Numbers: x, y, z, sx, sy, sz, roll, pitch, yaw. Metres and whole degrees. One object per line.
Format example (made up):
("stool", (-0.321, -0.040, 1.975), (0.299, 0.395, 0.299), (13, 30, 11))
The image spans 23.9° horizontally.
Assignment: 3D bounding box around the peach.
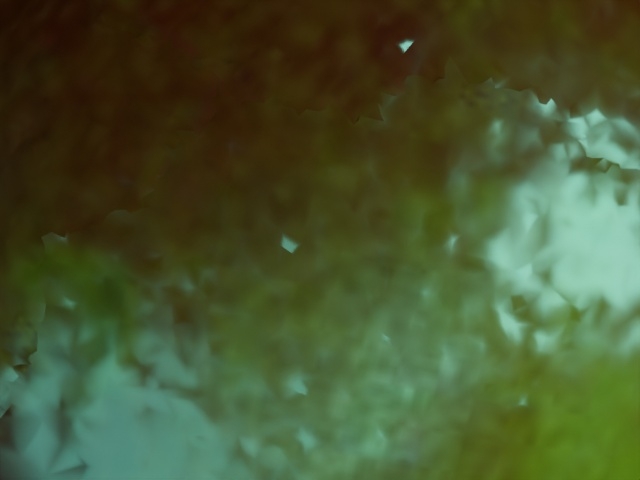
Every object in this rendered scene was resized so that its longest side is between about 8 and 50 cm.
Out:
("peach", (0.000, 0.000, 0.484), (0.388, 0.388, 0.388), (19, 137, 19))
